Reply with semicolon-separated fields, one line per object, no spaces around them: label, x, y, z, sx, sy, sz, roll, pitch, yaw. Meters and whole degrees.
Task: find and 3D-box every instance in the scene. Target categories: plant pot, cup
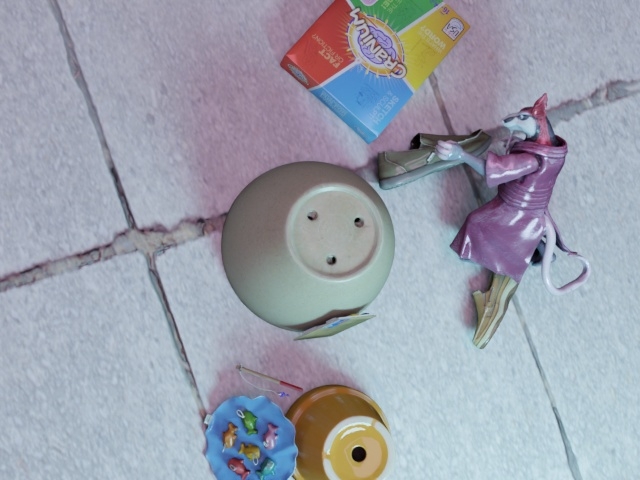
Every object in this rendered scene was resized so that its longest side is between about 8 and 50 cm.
plant pot;0.043;0.366;1.326;0.205;0.188;0.205;1;83;-12
cup;0.000;0.000;1.336;0.331;0.237;0.331;1;84;-13

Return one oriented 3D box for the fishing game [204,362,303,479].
fishing game;-0.130;0.361;1.319;0.189;0.041;0.264;16;93;23

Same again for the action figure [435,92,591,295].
action figure;0.372;-0.086;1.369;0.248;0.370;0.276;-25;50;-32

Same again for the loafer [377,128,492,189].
loafer;0.223;-0.178;1.479;0.251;0.094;0.087;-21;93;-14

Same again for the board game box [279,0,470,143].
board game box;0.112;-0.389;1.495;0.242;0.064;0.316;40;77;-5

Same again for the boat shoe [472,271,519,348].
boat shoe;0.334;0.124;1.491;0.072;0.068;0.190;28;66;6

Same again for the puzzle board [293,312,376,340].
puzzle board;0.025;0.154;1.350;0.096;0.128;0.011;1;67;-44
